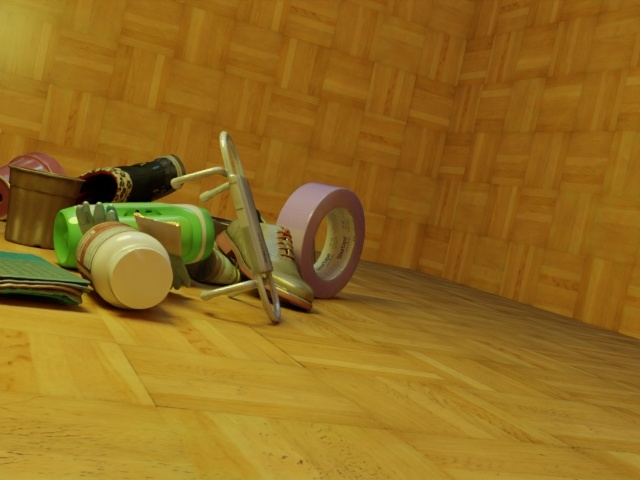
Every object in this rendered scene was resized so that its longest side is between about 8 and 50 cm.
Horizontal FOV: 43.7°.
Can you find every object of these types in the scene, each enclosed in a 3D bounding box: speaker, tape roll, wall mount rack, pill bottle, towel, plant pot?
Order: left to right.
[{"bbox_3d":[-0.548,0.037,1.125,0.370,0.040,0.271,8,3,-36],"label":"towel"},{"bbox_3d":[-0.831,-0.136,2.208,0.201,0.201,0.180,13,17,22],"label":"plant pot"},{"bbox_3d":[-0.625,-0.072,1.781,0.167,0.165,0.167,12,1,0],"label":"plant pot"},{"bbox_3d":[-0.304,0.041,1.247,0.121,0.121,0.216,11,3,-28],"label":"pill bottle"},{"bbox_3d":[-0.367,-0.010,1.588,0.296,0.131,0.131,-2,10,-34],"label":"speaker"},{"bbox_3d":[-0.168,-0.010,1.459,0.130,0.350,0.304,-15,-3,5],"label":"wall mount rack"},{"bbox_3d":[0.000,0.000,1.946,0.090,0.275,0.275,15,3,33],"label":"tape roll"}]

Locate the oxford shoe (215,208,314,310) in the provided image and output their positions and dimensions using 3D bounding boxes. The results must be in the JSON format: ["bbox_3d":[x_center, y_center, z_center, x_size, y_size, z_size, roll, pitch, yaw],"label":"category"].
[{"bbox_3d":[-0.107,0.029,1.728,0.123,0.130,0.348,35,3,-46],"label":"oxford shoe"}]

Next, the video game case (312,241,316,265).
[{"bbox_3d":[-0.115,0.035,2.176,0.212,0.023,0.193,12,-38,12],"label":"video game case"}]

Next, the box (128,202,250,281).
[{"bbox_3d":[-0.292,0.005,2.041,0.381,0.143,0.191,11,3,12],"label":"box"}]

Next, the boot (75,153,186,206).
[{"bbox_3d":[-0.569,-0.105,2.116,0.377,0.138,0.284,-24,1,25],"label":"boot"}]

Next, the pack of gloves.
[{"bbox_3d":[-0.325,0.003,1.425,0.195,0.046,0.232,12,-34,5],"label":"pack of gloves"}]

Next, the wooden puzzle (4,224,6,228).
[{"bbox_3d":[-0.720,-0.019,1.912,0.078,0.014,0.116,16,1,-17],"label":"wooden puzzle"}]

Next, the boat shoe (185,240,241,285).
[{"bbox_3d":[-0.281,0.035,1.851,0.089,0.104,0.285,27,8,-39],"label":"boat shoe"}]
